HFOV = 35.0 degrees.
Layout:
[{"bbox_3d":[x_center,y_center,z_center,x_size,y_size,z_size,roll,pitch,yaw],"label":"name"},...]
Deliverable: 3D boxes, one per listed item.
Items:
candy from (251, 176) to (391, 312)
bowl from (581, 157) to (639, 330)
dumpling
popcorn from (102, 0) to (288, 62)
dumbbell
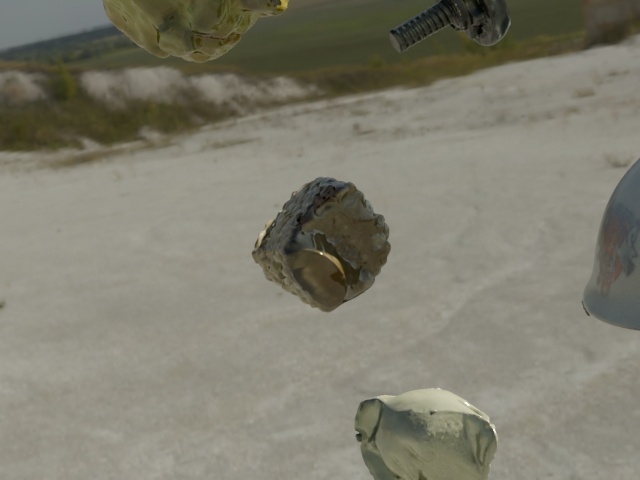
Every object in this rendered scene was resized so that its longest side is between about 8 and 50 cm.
[{"bbox_3d":[0.000,0.000,0.773,0.095,0.085,0.110,-44,21,-17],"label":"candy"},{"bbox_3d":[0.395,-0.046,0.937,0.346,0.157,0.345,-16,11,3],"label":"bowl"},{"bbox_3d":[0.130,0.260,1.251,0.111,0.155,0.181,-2,10,-26],"label":"dumpling"},{"bbox_3d":[-0.114,-0.248,0.824,0.218,0.189,0.169,-39,35,33],"label":"popcorn"},{"bbox_3d":[0.163,-0.215,0.789,0.254,0.081,0.081,-31,17,-10],"label":"dumbbell"}]
